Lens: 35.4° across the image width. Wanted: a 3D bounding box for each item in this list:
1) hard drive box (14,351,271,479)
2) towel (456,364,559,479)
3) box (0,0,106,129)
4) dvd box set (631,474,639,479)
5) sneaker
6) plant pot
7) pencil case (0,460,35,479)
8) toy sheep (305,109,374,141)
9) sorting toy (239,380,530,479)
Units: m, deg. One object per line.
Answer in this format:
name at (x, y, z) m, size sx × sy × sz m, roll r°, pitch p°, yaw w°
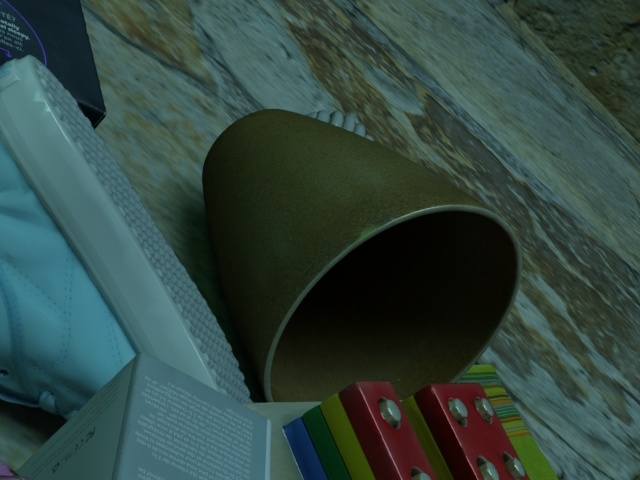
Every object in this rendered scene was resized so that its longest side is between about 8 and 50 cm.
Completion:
hard drive box at (-0.113, 0.199, 0.467) m, size 0.089 × 0.181 × 0.232 m, roll 33°, pitch 32°, yaw -24°
towel at (0.209, 0.228, 1.020) m, size 0.102 × 0.021 × 0.237 m, roll 4°, pitch 49°, yaw -50°
box at (-0.283, -0.161, 0.747) m, size 0.165 × 0.143 × 0.270 m, roll 21°, pitch 36°, yaw -40°
dvd box set at (0.519, 0.441, 1.109) m, size 0.307 × 0.062 × 0.420 m, roll 9°, pitch 45°, yaw -48°
sneaker at (-0.154, 0.070, 0.666) m, size 0.366 × 0.150 × 0.135 m, roll 62°, pitch 3°, yaw -12°
plant pot at (0.000, 0.000, 0.866) m, size 0.237 × 0.237 × 0.254 m, roll 14°, pitch 25°, yaw -44°
pencil case at (-0.189, 0.109, 0.331) m, size 0.386 × 0.167 × 0.160 m, roll 19°, pitch 48°, yaw 39°
toy sheep at (0.012, -0.107, 1.133) m, size 0.132 × 0.091 × 0.091 m, roll 24°, pitch 33°, yaw -10°
sorting toy at (0.081, 0.206, 0.634) m, size 0.257 × 0.089 × 0.256 m, roll 14°, pitch 46°, yaw -58°
